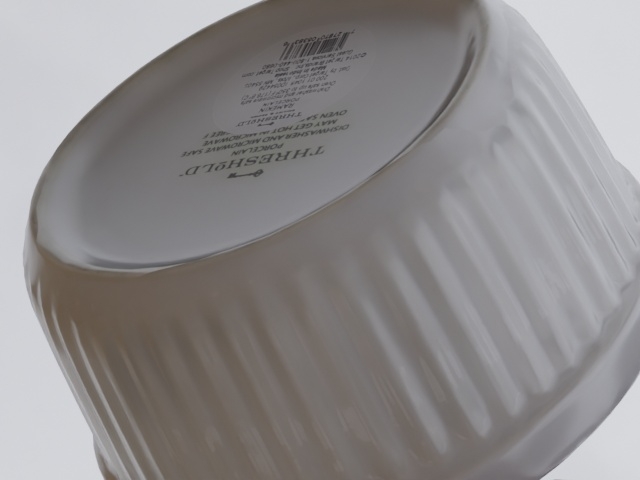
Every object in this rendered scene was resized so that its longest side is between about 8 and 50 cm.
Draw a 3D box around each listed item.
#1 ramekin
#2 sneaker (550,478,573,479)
[{"bbox_3d":[0.000,0.000,0.643,0.207,0.207,0.109,7,-45,46],"label":"ramekin"},{"bbox_3d":[0.081,0.106,0.571,0.119,0.047,0.057,-97,-176,-54],"label":"sneaker"}]
